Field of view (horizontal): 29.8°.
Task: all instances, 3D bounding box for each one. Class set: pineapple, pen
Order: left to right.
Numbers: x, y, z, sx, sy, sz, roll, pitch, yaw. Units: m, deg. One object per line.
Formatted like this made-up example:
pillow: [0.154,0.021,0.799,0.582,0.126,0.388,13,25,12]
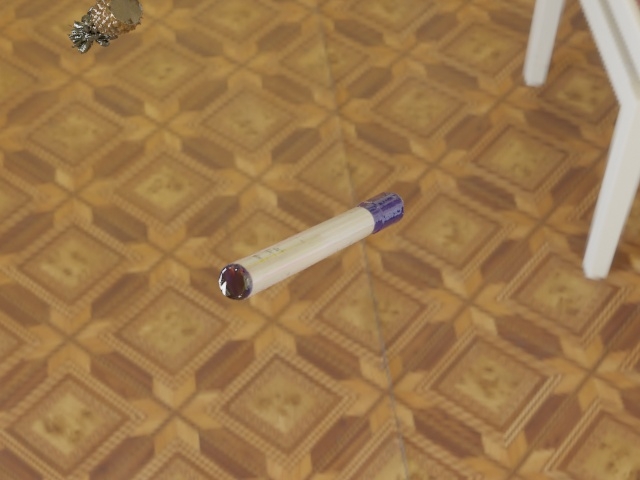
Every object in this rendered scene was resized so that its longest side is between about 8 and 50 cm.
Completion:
pineapple: [-0.339,-0.336,1.859,0.074,0.159,0.074,10,73,-37]
pen: [0.000,0.001,1.005,0.033,0.033,0.269,27,25,21]
